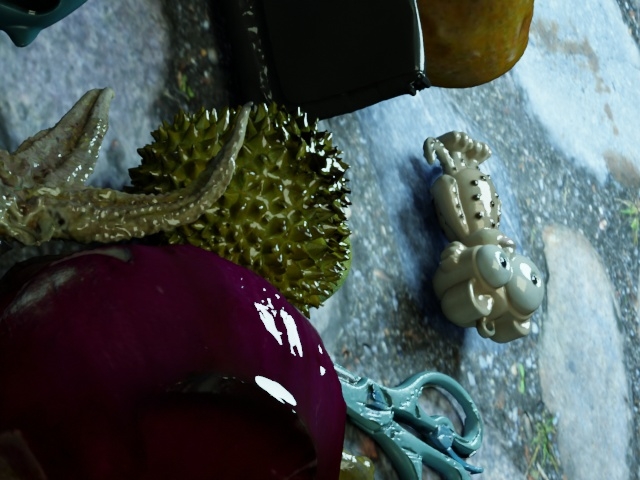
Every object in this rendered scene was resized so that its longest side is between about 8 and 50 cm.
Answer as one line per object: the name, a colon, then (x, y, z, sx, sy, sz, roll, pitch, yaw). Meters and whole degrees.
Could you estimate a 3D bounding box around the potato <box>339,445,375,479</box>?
potato: (0.028, 0.259, 1.933, 0.092, 0.045, 0.046, 25, 20, -44)

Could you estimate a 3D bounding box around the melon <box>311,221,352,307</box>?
melon: (0.000, 0.000, 1.988, 0.128, 0.079, 0.160, 14, 63, -47)

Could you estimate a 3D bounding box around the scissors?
scissors: (0.067, 0.191, 2.017, 0.393, 0.032, 0.180, 35, 49, -34)

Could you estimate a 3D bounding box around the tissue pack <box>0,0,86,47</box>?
tissue pack: (-0.327, -0.321, 1.657, 0.287, 0.198, 0.206, 20, 55, -46)

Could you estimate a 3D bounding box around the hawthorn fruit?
hawthorn fruit: (0.116, -0.313, 2.133, 0.298, 0.277, 0.277, -10, 80, -23)

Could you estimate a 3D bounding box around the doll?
doll: (0.194, -0.007, 2.188, 0.154, 0.119, 0.278, 10, 61, -50)

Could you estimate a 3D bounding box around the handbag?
handbag: (0.003, -0.259, 2.005, 0.080, 0.223, 0.246, 35, 42, -74)

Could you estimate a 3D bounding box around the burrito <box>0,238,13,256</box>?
burrito: (-0.386, -0.042, 1.551, 0.229, 0.089, 0.144, 48, 34, -16)

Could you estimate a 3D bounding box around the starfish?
starfish: (-0.265, -0.090, 1.544, 0.398, 0.132, 0.384, 2, 36, -26)

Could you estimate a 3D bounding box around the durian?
durian: (-0.074, -0.021, 1.791, 0.293, 0.258, 0.258, 77, 3, -77)

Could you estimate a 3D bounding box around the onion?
onion: (-0.176, 0.140, 1.547, 0.398, 0.398, 0.420, 34, 22, -35)
